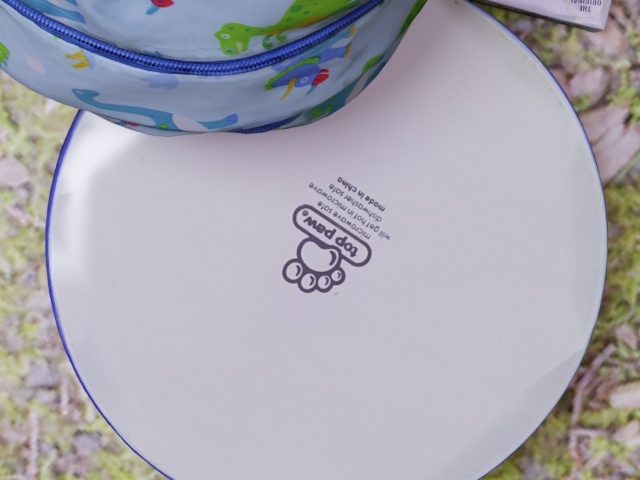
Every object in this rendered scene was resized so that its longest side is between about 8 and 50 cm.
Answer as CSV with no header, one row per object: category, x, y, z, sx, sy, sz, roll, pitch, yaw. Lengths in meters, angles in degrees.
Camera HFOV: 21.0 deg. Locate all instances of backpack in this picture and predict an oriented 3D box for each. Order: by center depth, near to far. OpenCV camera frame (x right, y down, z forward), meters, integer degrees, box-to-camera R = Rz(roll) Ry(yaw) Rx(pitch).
backpack,-0.028,-0.217,0.693,0.290,0.273,0.355,15,56,-4

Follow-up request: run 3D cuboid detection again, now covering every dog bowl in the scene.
dog bowl,0.000,0.000,0.833,0.265,0.104,0.265,0,93,-5

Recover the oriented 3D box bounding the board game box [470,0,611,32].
board game box,0.080,-0.173,0.868,0.154,0.026,0.103,13,93,-6
